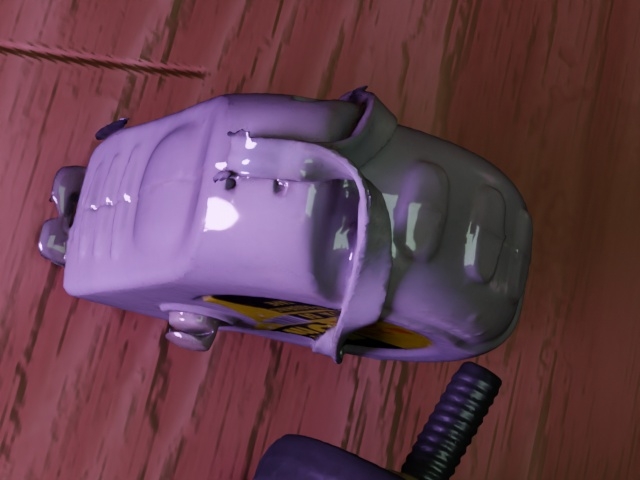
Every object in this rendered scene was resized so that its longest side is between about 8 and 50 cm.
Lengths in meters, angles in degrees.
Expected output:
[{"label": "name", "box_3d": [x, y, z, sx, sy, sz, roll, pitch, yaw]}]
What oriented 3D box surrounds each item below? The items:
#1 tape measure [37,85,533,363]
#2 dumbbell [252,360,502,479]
[{"label": "tape measure", "box_3d": [0.000, 0.000, 0.697, 0.197, 0.236, 0.120, 18, 76, -28]}, {"label": "dumbbell", "box_3d": [-0.002, 0.198, 0.677, 0.143, 0.143, 0.325, 35, 74, -15]}]
